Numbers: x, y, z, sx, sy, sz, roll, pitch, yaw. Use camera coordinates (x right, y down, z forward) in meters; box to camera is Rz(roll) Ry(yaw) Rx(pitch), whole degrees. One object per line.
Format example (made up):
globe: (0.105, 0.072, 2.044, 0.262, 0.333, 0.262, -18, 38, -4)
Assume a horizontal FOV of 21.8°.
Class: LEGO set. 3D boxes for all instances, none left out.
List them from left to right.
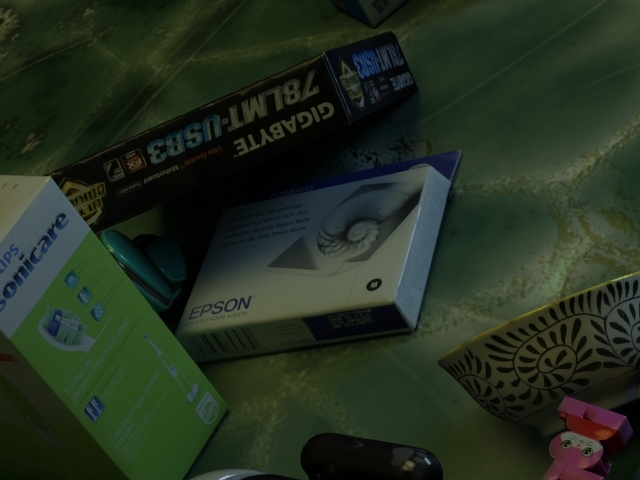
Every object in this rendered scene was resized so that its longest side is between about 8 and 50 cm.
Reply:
LEGO set: (0.235, 0.188, 1.024, 0.227, 0.087, 0.093, 17, 60, 40)

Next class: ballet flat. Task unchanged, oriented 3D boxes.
ballet flat: (-0.169, 0.041, 1.443, 0.087, 0.083, 0.247, -42, -5, 7)

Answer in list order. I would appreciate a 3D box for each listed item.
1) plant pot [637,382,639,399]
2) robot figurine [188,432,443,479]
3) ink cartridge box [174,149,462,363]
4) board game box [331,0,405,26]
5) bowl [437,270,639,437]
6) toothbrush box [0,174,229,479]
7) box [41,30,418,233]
plant pot: (0.263, 0.101, 1.111, 0.083, 0.081, 0.081, -42, 34, 7)
robot figurine: (-0.003, 0.244, 1.067, 0.278, 0.173, 0.209, 7, 25, 43)
ink cartridge box: (0.000, 0.000, 1.462, 0.223, 0.045, 0.224, -11, 40, 28)
board game box: (0.082, -0.431, 1.691, 0.302, 0.308, 0.086, -40, 37, -9)
bowl: (0.174, 0.089, 1.166, 0.170, 0.170, 0.080, -24, 80, 13)
toothbrush box: (-0.240, 0.082, 1.344, 0.206, 0.283, 0.122, 4, 49, 40)
box: (-0.080, -0.097, 1.506, 0.293, 0.073, 0.295, -23, 5, 16)
